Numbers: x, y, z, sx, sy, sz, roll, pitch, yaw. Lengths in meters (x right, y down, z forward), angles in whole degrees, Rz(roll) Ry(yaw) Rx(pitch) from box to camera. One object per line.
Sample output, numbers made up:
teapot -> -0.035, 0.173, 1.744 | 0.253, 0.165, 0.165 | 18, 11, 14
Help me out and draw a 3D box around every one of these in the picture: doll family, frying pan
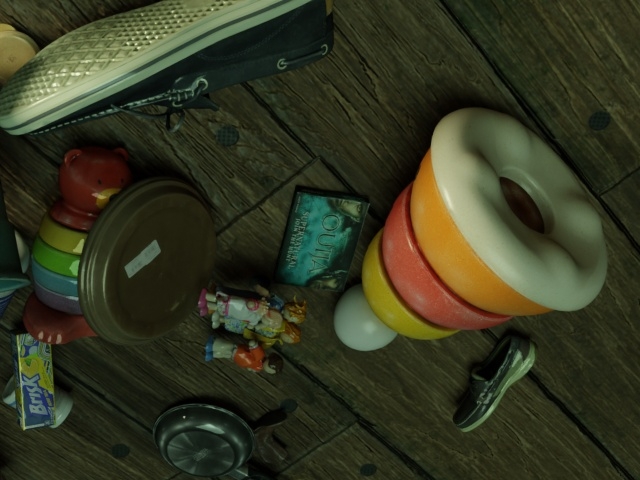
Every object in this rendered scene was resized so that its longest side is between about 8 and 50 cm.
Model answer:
doll family -> -0.106, 0.127, 1.652 | 0.163, 0.118, 0.263 | 12, 148, 6
frying pan -> -0.199, 0.435, 1.900 | 0.197, 0.053, 0.326 | -16, 124, 16

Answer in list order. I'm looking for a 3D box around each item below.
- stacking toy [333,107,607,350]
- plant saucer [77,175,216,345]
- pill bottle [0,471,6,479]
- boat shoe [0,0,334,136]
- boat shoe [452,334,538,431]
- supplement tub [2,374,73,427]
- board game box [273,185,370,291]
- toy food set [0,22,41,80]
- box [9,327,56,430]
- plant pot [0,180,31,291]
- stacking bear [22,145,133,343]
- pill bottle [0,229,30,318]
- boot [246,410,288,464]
stacking toy -> 0.179, 0.049, 1.578 | 0.351, 0.350, 0.480 | 30, 131, -24
plant saucer -> -0.257, 0.037, 1.526 | 0.278, 0.041, 0.277 | -28, 127, -44
pill bottle -> -0.723, 0.371, 1.692 | 0.229, 0.229, 0.407 | -17, 124, 5
boat shoe -> -0.202, -0.241, 1.354 | 0.500, 0.187, 0.156 | -23, 129, -5
boat shoe -> 0.313, 0.262, 1.839 | 0.073, 0.080, 0.223 | 31, 110, -19
supplement tub -> -0.506, 0.282, 1.753 | 0.071, 0.071, 0.107 | -41, 119, 19
board game box -> 0.000, 0.000, 1.651 | 0.126, 0.026, 0.186 | 8, 123, -12
toy food set -> -0.446, -0.267, 1.419 | 0.083, 0.020, 0.082 | 26, 118, -22
box -> -0.493, 0.235, 1.683 | 0.059, 0.054, 0.168 | -6, 99, -28
plant pot -> -0.571, -0.092, 1.293 | 0.341, 0.341, 0.334 | -5, 85, -3
stacking bear -> -0.364, -0.006, 1.526 | 0.175, 0.164, 0.289 | -1, 116, -36
pill bottle -> -0.583, 0.096, 1.568 | 0.153, 0.153, 0.264 | 23, 118, -21
boot -> -0.085, 0.385, 1.894 | 0.106, 0.037, 0.114 | -20, 122, 23
